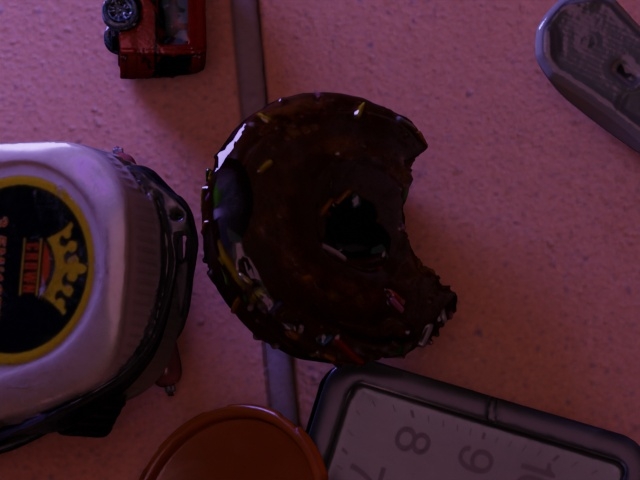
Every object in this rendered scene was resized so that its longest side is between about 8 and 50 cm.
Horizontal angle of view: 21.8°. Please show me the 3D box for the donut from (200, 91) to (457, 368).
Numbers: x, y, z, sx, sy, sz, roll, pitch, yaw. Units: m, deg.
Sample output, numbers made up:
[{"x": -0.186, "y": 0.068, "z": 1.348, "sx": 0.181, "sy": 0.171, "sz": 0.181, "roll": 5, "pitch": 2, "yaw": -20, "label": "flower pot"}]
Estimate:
[{"x": 0.000, "y": -0.001, "z": 1.343, "sx": 0.216, "sy": 0.096, "sz": 0.230, "roll": -14, "pitch": 80, "yaw": -30, "label": "donut"}]

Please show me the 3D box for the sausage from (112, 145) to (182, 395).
[{"x": -0.151, "y": 0.024, "z": 1.411, "sx": 0.029, "sy": 0.029, "sz": 0.223, "roll": -14, "pitch": 78, "yaw": 1, "label": "sausage"}]

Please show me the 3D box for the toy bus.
[{"x": -0.146, "y": -0.241, "z": 1.445, "sx": 0.089, "sy": 0.081, "sz": 0.195, "roll": -2, "pitch": 77, "yaw": -7, "label": "toy bus"}]

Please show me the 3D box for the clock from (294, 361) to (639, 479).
[{"x": 0.099, "y": 0.256, "z": 1.334, "sx": 0.279, "sy": 0.049, "sz": 0.273, "roll": 17, "pitch": 80, "yaw": 8, "label": "clock"}]

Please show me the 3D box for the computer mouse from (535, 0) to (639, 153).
[{"x": 0.261, "y": -0.133, "z": 1.406, "sx": 0.182, "sy": 0.056, "sz": 0.089, "roll": 39, "pitch": 88, "yaw": 4, "label": "computer mouse"}]

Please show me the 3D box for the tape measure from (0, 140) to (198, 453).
[{"x": -0.212, "y": 0.061, "z": 1.341, "sx": 0.232, "sy": 0.133, "sz": 0.271, "roll": 1, "pitch": 81, "yaw": 23, "label": "tape measure"}]

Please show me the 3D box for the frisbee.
[{"x": -0.071, "y": 0.226, "z": 1.336, "sx": 0.192, "sy": 0.035, "sz": 0.192, "roll": -12, "pitch": 63, "yaw": 26, "label": "frisbee"}]
